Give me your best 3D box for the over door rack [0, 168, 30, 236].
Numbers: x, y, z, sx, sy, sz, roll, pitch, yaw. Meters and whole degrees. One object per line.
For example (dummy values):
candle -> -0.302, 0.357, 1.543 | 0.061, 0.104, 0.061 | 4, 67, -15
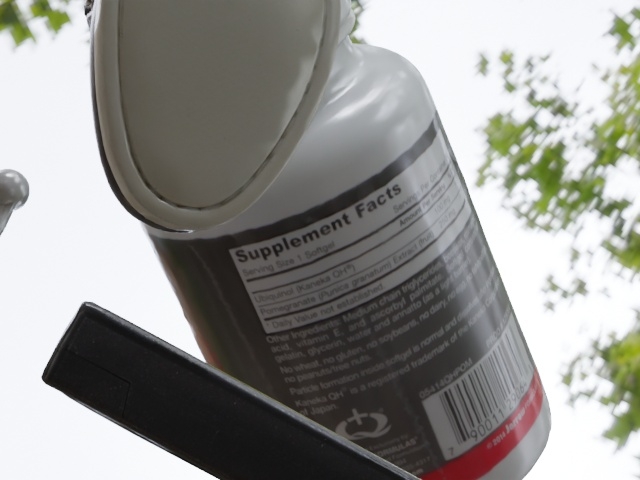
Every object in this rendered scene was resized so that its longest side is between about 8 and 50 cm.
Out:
over door rack -> -0.264, -0.073, 0.873 | 0.240, 0.108, 0.324 | 8, -75, 13

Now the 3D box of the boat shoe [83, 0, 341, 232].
boat shoe -> -0.039, -0.089, 0.583 | 0.075, 0.206, 0.065 | 14, -27, -22

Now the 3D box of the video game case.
video game case -> 0.020, 0.106, 0.755 | 0.275, 0.248, 0.035 | 29, -95, -2

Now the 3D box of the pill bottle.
pill bottle -> 0.000, 0.000, 1.031 | 0.176, 0.176, 0.318 | -12, -66, 25
